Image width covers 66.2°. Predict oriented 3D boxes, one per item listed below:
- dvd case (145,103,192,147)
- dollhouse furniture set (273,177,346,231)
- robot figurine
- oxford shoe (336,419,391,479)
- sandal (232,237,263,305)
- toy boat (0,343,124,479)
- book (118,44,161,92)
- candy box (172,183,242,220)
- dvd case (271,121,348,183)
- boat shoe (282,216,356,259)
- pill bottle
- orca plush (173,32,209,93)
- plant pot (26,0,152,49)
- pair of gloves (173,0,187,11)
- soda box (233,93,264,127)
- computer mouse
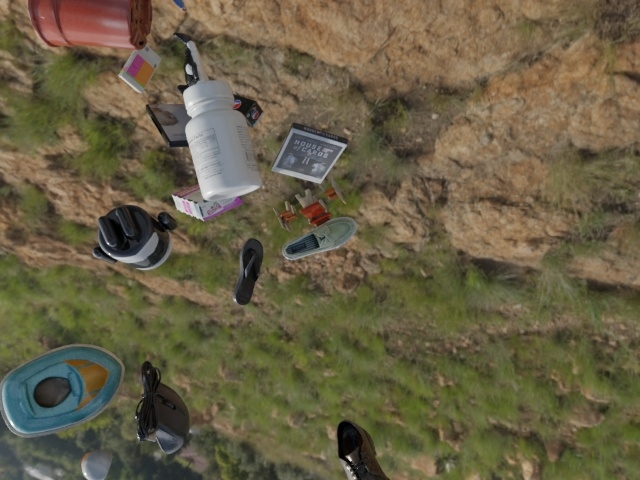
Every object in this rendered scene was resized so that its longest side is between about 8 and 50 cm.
[{"bbox_3d":[-0.409,-0.354,1.493,0.253,0.180,0.022,51,138,39],"label":"dvd case"},{"bbox_3d":[-0.018,-0.110,1.969,0.262,0.135,0.259,-26,167,8],"label":"dollhouse furniture set"},{"bbox_3d":[-0.571,-0.010,1.516,0.209,0.173,0.278,8,165,8],"label":"robot figurine"},{"bbox_3d":[0.077,0.428,0.891,0.083,0.227,0.096,-34,129,-1],"label":"oxford shoe"},{"bbox_3d":[-0.259,0.118,1.836,0.054,0.254,0.097,6,175,45],"label":"sandal"},{"bbox_3d":[-0.568,0.401,1.146,0.148,0.268,0.318,-29,84,54],"label":"toy boat"},{"bbox_3d":[-0.621,-0.599,1.694,0.035,0.144,0.096,25,172,27],"label":"book"},{"bbox_3d":[-0.406,-0.147,1.748,0.233,0.159,0.071,18,129,51],"label":"candy box"},{"bbox_3d":[-0.040,-0.270,1.555,0.179,0.029,0.238,13,153,-16],"label":"dvd case"},{"bbox_3d":[0.000,0.000,1.852,0.302,0.094,0.109,-25,93,-2],"label":"boat shoe"},{"bbox_3d":[-0.213,-0.210,1.044,0.131,0.131,0.229,-16,89,38],"label":"pill bottle"},{"bbox_3d":[-0.407,-0.501,1.511,0.102,0.151,0.287,-22,88,4],"label":"orca plush"},{"bbox_3d":[-0.657,-0.687,1.446,0.265,0.272,0.272,9,141,-4],"label":"plant pot"},{"bbox_3d":[-0.440,-0.769,1.464,0.023,0.198,0.159,-19,110,3],"label":"pair of gloves"},{"bbox_3d":[-0.241,-0.367,1.356,0.169,0.060,0.053,25,167,29],"label":"soda box"},{"bbox_3d":[-0.366,0.426,1.186,0.072,0.188,0.272,-10,139,-5],"label":"computer mouse"}]
